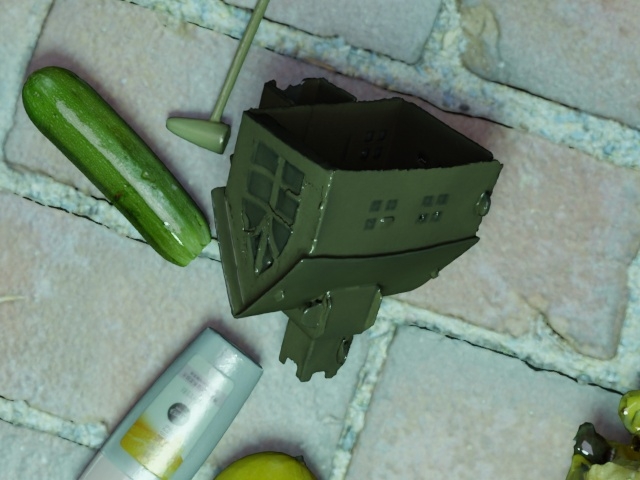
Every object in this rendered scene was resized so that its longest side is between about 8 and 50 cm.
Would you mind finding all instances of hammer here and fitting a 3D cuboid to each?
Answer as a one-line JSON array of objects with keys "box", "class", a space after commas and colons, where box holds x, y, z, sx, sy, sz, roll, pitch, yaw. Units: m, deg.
[{"box": [-0.082, -0.179, 1.846, 0.060, 0.028, 0.195, 22, 85, 9], "class": "hammer"}]

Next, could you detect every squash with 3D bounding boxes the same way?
[{"box": [-0.187, -0.071, 1.821, 0.066, 0.066, 0.229, -43, 89, -1], "class": "squash"}]

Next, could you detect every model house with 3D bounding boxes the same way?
[{"box": [0.000, 0.000, 1.769, 0.204, 0.211, 0.243, 39, 124, 42], "class": "model house"}]

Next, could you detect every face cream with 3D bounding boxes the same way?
[{"box": [-0.137, 0.175, 1.810, 0.084, 0.057, 0.198, 37, 88, 3], "class": "face cream"}]

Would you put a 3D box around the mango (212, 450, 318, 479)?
[{"box": [-0.045, 0.309, 1.788, 0.137, 0.091, 0.237, -8, 92, 3], "class": "mango"}]

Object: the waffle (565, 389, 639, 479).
[{"box": [0.392, 0.311, 1.775, 0.380, 0.095, 0.382, 5, 85, 2], "class": "waffle"}]

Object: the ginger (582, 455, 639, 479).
[{"box": [0.295, 0.252, 1.692, 0.157, 0.102, 0.216, 0, 85, 24], "class": "ginger"}]
